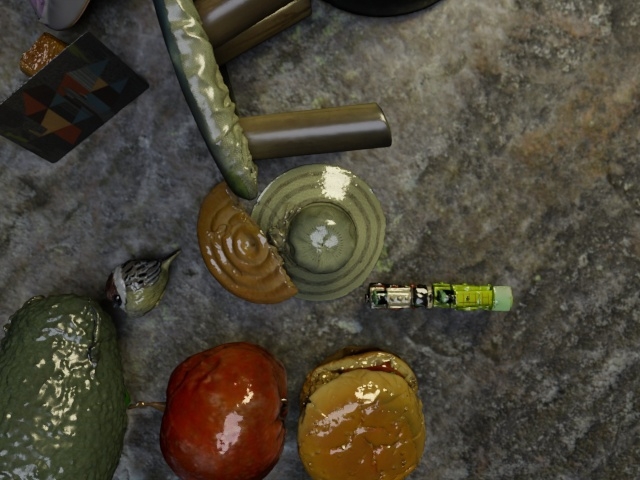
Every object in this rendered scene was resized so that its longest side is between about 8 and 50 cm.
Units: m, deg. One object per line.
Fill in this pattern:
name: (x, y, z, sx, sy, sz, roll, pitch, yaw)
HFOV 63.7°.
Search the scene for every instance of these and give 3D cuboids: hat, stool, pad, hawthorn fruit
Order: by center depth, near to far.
stool: (-0.075, -0.235, 0.717, 0.226, 0.310, 0.310, -22, 104, -6)
pad: (-0.387, -0.211, 0.794, 0.211, 0.143, 0.003, -37, 64, 6)
hat: (0.000, 0.000, 0.865, 0.252, 0.110, 0.252, -1, 101, -3)
hawthorn fruit: (-0.187, 0.289, 0.866, 0.271, 0.242, 0.242, 0, 102, 5)

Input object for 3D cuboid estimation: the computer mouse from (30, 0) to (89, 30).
computer mouse: (-0.342, -0.437, 0.695, 0.310, 0.071, 0.158, -48, 64, 42)

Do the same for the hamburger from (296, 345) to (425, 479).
hamburger: (0.074, 0.318, 0.910, 0.244, 0.163, 0.245, -1, 100, -4)

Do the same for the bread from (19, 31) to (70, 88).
bread: (-0.404, -0.266, 0.796, 0.070, 0.083, 0.077, 38, 94, -1)

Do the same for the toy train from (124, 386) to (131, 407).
toy train: (-0.458, 0.313, 0.939, 0.209, 0.042, 0.044, -17, 102, 0)

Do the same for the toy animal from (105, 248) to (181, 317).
toy animal: (-0.302, 0.060, 0.872, 0.098, 0.098, 0.137, 28, 83, -9)

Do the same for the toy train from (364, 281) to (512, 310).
toy train: (0.204, 0.100, 0.912, 0.249, 0.085, 0.053, 1, 85, -3)

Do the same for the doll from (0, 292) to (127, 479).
doll: (-0.430, 0.260, 0.816, 0.247, 0.247, 0.350, 5, 75, -4)

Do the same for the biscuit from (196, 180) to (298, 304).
biscuit: (-0.143, 0.019, 0.870, 0.144, 0.033, 0.224, -29, 93, 28)

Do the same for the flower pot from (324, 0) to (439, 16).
flower pot: (0.112, -0.514, 0.692, 0.379, 0.251, 0.380, -1, 102, -5)
